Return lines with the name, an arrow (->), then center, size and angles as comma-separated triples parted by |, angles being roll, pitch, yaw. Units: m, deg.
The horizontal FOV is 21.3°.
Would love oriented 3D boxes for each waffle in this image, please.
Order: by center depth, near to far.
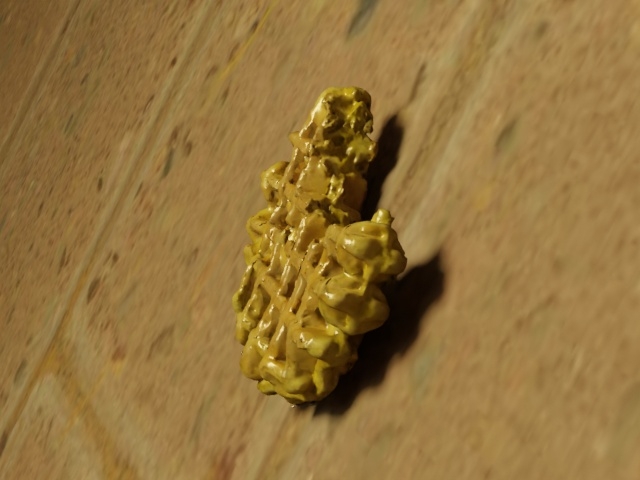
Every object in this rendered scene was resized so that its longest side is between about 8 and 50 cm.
waffle -> 0.003, 0.002, 0.923 | 0.149, 0.051, 0.194 | -52, 24, 37
